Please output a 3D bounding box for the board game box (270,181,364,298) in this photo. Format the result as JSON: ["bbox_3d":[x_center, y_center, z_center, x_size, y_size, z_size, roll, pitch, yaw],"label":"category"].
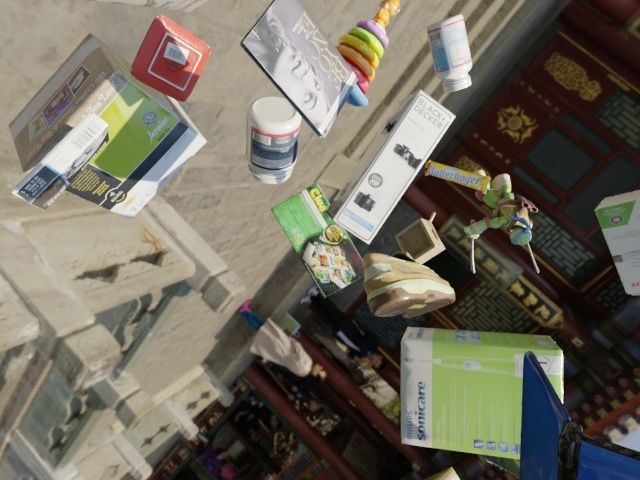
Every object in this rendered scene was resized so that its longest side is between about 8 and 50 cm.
[{"bbox_3d":[0.000,0.000,1.111,0.136,0.260,0.030,-29,-176,6],"label":"board game box"}]

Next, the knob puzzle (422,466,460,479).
[{"bbox_3d":[-0.012,0.223,0.272,0.213,0.030,0.213,-31,157,-15],"label":"knob puzzle"}]

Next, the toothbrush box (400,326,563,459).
[{"bbox_3d":[0.303,0.289,0.869,0.122,0.282,0.207,-4,94,-74],"label":"toothbrush box"}]

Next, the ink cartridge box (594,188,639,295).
[{"bbox_3d":[0.744,-0.002,0.995,0.092,0.220,0.160,-30,-171,-41],"label":"ink cartridge box"}]

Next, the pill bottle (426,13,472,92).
[{"bbox_3d":[0.312,-0.444,1.068,0.087,0.160,0.087,-17,-159,7],"label":"pill bottle"}]

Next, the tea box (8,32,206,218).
[{"bbox_3d":[-0.557,-0.285,1.192,0.329,0.220,0.323,-43,149,6],"label":"tea box"}]

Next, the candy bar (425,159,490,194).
[{"bbox_3d":[0.308,-0.147,1.017,0.018,0.161,0.040,-24,128,-41],"label":"candy bar"}]

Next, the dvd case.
[{"bbox_3d":[-0.028,-0.324,0.816,0.018,0.221,0.165,0,-126,47],"label":"dvd case"}]

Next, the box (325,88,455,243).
[{"bbox_3d":[0.130,-0.146,0.901,0.290,0.087,0.169,-57,-172,4],"label":"box"}]

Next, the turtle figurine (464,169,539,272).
[{"bbox_3d":[0.510,-0.057,1.308,0.197,0.267,0.275,-14,143,11],"label":"turtle figurine"}]

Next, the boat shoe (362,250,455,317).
[{"bbox_3d":[0.104,0.045,0.514,0.068,0.072,0.190,-29,157,20],"label":"boat shoe"}]

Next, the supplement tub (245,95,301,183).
[{"bbox_3d":[-0.175,-0.361,1.621,0.191,0.191,0.272,-40,157,-34],"label":"supplement tub"}]

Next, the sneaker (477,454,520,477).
[{"bbox_3d":[0.379,0.448,0.953,0.064,0.192,0.086,-2,130,-43],"label":"sneaker"}]

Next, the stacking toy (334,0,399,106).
[{"bbox_3d":[0.121,-0.544,1.238,0.302,0.175,0.165,-56,151,5],"label":"stacking toy"}]

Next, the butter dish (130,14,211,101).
[{"bbox_3d":[-0.380,-0.454,1.099,0.160,0.118,0.160,18,109,-49],"label":"butter dish"}]

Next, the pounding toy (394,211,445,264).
[{"bbox_3d":[0.333,-0.010,1.464,0.130,0.141,0.100,-38,150,30],"label":"pounding toy"}]

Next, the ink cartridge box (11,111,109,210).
[{"bbox_3d":[-0.517,-0.153,0.911,0.206,0.045,0.208,-54,-160,-14],"label":"ink cartridge box"}]

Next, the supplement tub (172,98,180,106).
[{"bbox_3d":[-0.556,-0.410,1.481,0.199,0.145,0.144,13,-135,47],"label":"supplement tub"}]

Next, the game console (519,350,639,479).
[{"bbox_3d":[0.380,0.336,0.596,0.173,0.250,0.294,-33,122,-45],"label":"game console"}]

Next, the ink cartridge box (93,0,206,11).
[{"bbox_3d":[-0.403,-0.619,1.018,0.289,0.211,0.122,-13,109,-35],"label":"ink cartridge box"}]
